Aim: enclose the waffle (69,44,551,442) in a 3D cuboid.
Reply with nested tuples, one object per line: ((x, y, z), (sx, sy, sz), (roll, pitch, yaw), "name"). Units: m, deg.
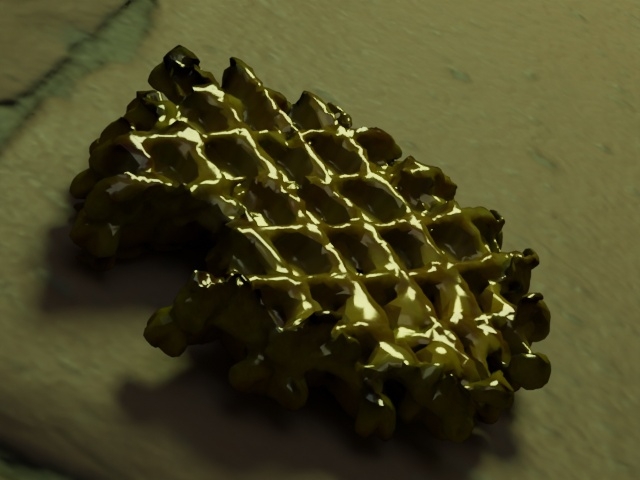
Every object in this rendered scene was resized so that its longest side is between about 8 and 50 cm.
((0.000, 0.000, 0.753), (0.231, 0.051, 0.229), (22, 29, -6), "waffle")
